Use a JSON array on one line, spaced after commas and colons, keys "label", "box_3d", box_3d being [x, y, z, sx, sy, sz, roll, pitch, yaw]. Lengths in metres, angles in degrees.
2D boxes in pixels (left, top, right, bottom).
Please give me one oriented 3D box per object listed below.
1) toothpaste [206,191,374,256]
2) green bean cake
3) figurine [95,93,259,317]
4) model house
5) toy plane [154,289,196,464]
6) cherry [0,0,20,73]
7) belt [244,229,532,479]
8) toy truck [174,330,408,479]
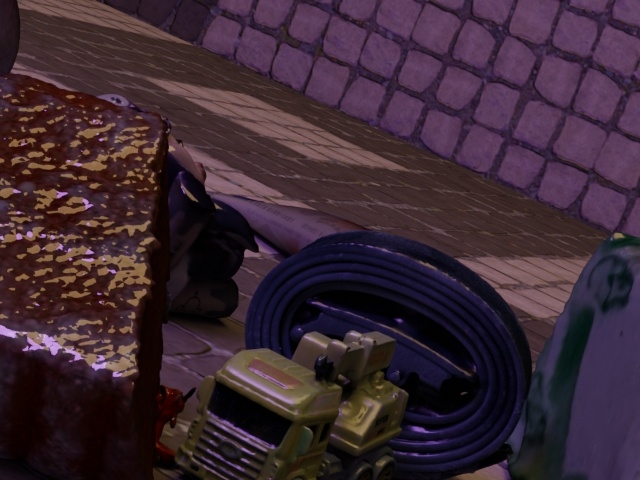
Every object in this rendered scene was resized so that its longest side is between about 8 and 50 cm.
[{"label": "toothpaste", "box_3d": [0.000, 0.000, 1.549, 0.100, 0.066, 0.323, 9, 11, -32]}, {"label": "green bean cake", "box_3d": [-0.146, 0.017, 0.868, 0.199, 0.097, 0.232, 17, 39, 4]}, {"label": "figurine", "box_3d": [-0.153, -0.027, 1.246, 0.145, 0.145, 0.222, 11, 26, -45]}, {"label": "model house", "box_3d": [0.316, 0.157, 1.056, 0.325, 0.194, 0.267, 23, 10, -10]}, {"label": "toy plane", "box_3d": [-0.131, 0.055, 0.959, 0.126, 0.077, 0.194, 32, 7, -19]}, {"label": "cherry", "box_3d": [-0.382, -0.215, 1.494, 0.213, 0.266, 0.183, 22, 46, 6]}, {"label": "belt", "box_3d": [0.048, 0.074, 1.040, 0.190, 0.141, 0.082, 24, 13, 8]}, {"label": "toy truck", "box_3d": [-0.005, 0.098, 0.925, 0.077, 0.100, 0.169, 25, 10, 26]}]
